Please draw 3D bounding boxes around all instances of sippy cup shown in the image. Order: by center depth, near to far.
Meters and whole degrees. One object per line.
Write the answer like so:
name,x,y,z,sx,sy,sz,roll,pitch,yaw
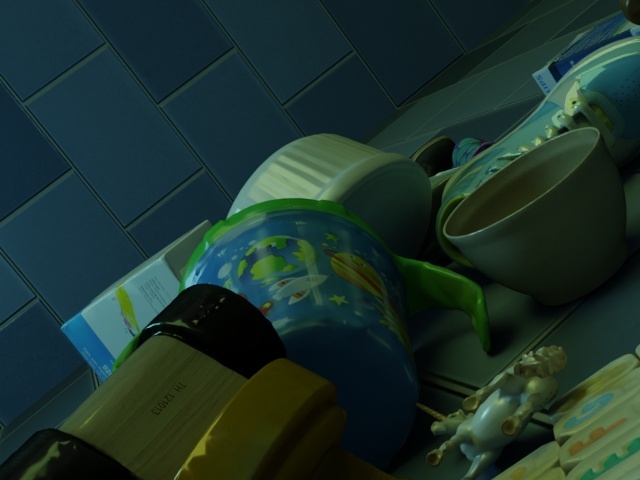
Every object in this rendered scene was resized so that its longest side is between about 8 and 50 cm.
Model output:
sippy cup,-0.014,0.102,0.808,0.305,0.240,0.224,-46,19,8

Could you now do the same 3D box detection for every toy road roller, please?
toy road roller,-0.058,0.217,0.584,0.202,0.240,0.330,-47,-24,-44

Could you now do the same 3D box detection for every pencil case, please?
pencil case,0.243,-0.122,1.362,0.070,0.064,0.152,-53,8,7

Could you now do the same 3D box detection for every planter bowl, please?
planter bowl,0.207,-0.010,0.805,0.162,0.109,0.162,-35,10,7

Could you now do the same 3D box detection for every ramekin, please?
ramekin,0.000,0.000,1.041,0.273,0.127,0.273,-39,-32,-30

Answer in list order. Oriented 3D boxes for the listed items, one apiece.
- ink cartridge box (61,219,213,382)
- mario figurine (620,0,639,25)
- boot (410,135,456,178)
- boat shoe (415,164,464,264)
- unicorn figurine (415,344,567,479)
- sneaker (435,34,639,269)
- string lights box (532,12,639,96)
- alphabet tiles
ink cartridge box,-0.240,0.113,1.401,0.232,0.168,0.171,-32,8,26
mario figurine,0.414,-0.197,0.835,0.198,0.170,0.320,-37,23,3
boot,0.189,-0.095,1.456,0.198,0.077,0.137,-55,19,-17
boat shoe,0.128,-0.022,1.180,0.320,0.118,0.103,-29,2,25
unicorn figurine,0.115,0.126,0.621,0.162,0.060,0.111,-39,-9,34
sneaker,0.251,-0.077,0.943,0.319,0.127,0.208,-44,4,27
string lights box,0.455,-0.292,1.353,0.133,0.077,0.259,-41,10,-21
alphabet tiles,0.187,0.083,0.470,0.278,0.021,0.284,-38,-6,11
